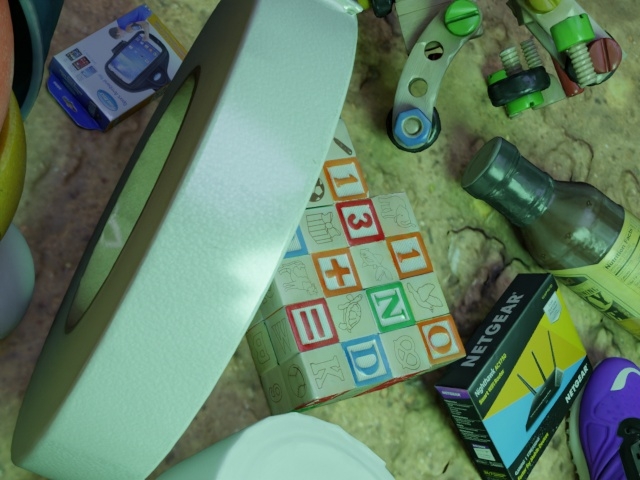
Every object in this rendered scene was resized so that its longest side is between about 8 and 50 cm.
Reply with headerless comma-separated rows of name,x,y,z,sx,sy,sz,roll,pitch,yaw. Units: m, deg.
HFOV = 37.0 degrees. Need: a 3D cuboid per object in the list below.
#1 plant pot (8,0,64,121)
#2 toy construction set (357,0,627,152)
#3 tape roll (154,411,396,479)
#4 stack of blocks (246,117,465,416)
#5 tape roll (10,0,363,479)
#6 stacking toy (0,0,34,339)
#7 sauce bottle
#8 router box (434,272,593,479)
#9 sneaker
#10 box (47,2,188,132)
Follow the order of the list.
plant pot,-0.317,-0.243,0.750,0.272,0.271,0.255,25,43,-17
toy construction set,0.177,-0.246,1.018,0.309,0.257,0.237,-22,92,-58
tape roll,-0.014,0.274,0.702,0.286,0.100,0.286,38,33,-31
stack of blocks,0.000,0.000,0.907,0.171,0.087,0.297,-11,74,-32
tape roll,-0.102,-0.015,0.674,0.072,0.392,0.392,26,58,-16
stacking toy,-0.286,-0.070,0.573,0.351,0.480,0.350,-4,60,7
sauce bottle,0.309,0.010,1.063,0.344,0.111,0.111,35,56,-10
router box,0.198,0.137,0.954,0.179,0.046,0.133,-47,119,-35
sneaker,0.326,0.247,0.943,0.102,0.146,0.293,21,60,-20
box,-0.192,-0.163,0.910,0.081,0.028,0.136,49,53,-2
